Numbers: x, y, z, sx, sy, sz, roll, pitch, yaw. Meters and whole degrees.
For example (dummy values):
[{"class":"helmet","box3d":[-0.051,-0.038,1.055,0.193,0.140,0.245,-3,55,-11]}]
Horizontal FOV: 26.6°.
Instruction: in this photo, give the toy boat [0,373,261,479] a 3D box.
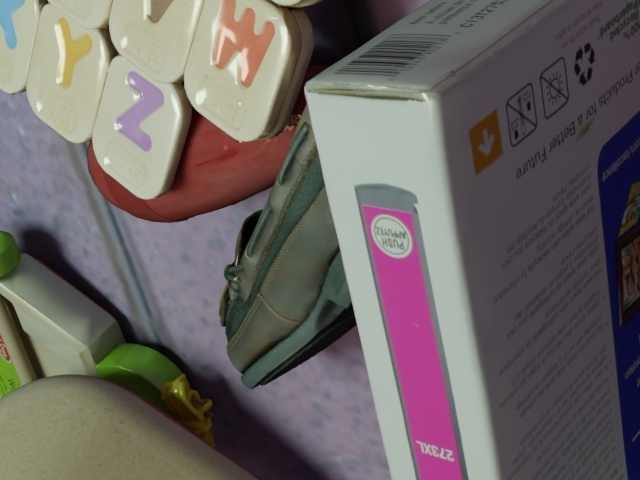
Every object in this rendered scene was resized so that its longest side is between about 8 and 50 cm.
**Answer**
[{"class":"toy boat","box3d":[-0.131,0.191,0.874,0.231,0.151,0.151,35,157,2]}]

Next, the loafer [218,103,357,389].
[{"class":"loafer","box3d":[0.000,0.000,0.689,0.084,0.096,0.267,54,153,7]}]

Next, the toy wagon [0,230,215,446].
[{"class":"toy wagon","box3d":[-0.215,0.118,0.981,0.344,0.068,0.267,-3,118,27]}]

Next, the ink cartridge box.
[{"class":"ink cartridge box","box3d":[0.104,0.066,0.588,0.069,0.176,0.371,8,124,39]}]

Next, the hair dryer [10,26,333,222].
[{"class":"hair dryer","box3d":[-0.095,-0.112,0.718,0.293,0.080,0.223,31,135,22]}]

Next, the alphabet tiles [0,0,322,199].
[{"class":"alphabet tiles","box3d":[-0.105,-0.172,0.664,0.284,0.021,0.278,37,124,27]}]
